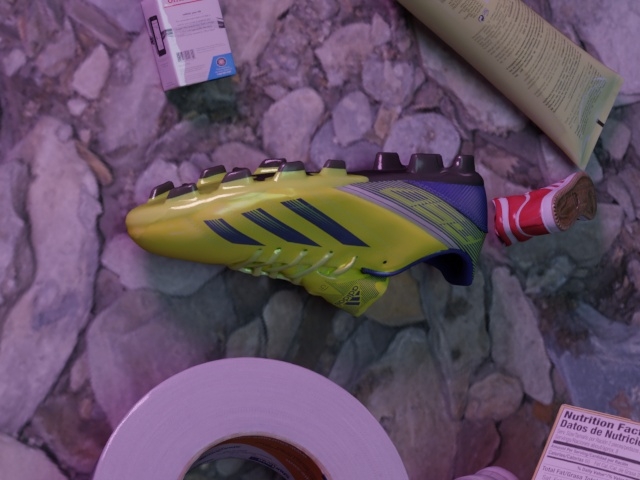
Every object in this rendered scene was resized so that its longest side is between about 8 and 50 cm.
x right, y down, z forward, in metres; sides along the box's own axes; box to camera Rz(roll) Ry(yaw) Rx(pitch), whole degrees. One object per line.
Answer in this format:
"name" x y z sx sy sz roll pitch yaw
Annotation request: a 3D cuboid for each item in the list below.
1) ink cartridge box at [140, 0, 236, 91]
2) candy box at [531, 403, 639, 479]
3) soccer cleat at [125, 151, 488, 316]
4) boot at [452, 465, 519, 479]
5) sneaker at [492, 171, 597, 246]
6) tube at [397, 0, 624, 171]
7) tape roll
"ink cartridge box" -0.096 -0.152 1.040 0.048 0.028 0.083 -17 96 -30
"candy box" 0.163 0.293 1.032 0.316 0.088 0.182 -58 152 -43
"soccer cleat" 0.001 0.000 1.055 0.289 0.093 0.121 -5 97 -30
"boot" 0.099 0.296 1.096 0.123 0.095 0.258 -7 114 -58
"sneaker" 0.181 -0.026 1.196 0.118 0.067 0.042 -21 97 -60
"tube" 0.153 -0.154 1.176 0.240 0.062 0.070 33 115 -30
"tape roll" -0.050 0.192 0.980 0.219 0.072 0.219 6 68 -15
